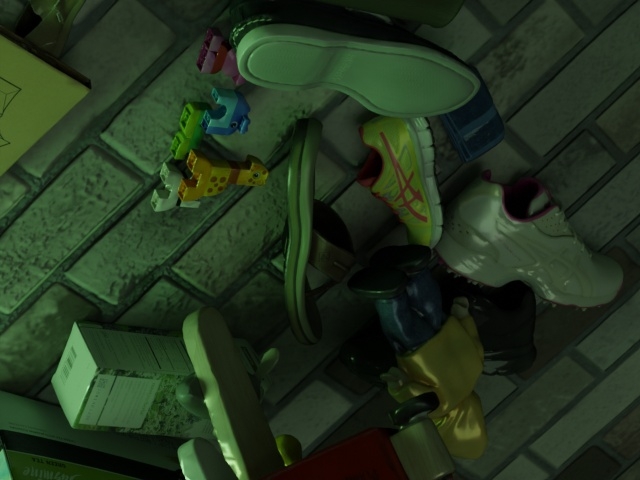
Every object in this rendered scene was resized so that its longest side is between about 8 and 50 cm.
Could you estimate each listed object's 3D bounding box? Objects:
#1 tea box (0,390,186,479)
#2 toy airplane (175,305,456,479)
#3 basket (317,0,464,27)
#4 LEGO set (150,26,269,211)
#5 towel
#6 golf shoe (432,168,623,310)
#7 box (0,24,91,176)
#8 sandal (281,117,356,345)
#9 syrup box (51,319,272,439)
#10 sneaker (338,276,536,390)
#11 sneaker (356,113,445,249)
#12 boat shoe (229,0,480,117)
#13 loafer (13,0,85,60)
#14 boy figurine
[{"bbox_3d":[-0.277,0.388,1.898,0.329,0.323,0.220,22,114,-36],"label":"tea box"},{"bbox_3d":[-0.042,0.309,1.782,0.384,0.386,0.272,34,138,-19],"label":"toy airplane"},{"bbox_3d":[0.029,-0.315,1.619,0.227,0.154,0.204,-1,124,-20],"label":"basket"},{"bbox_3d":[-0.102,-0.108,1.755,0.093,0.087,0.227,5,124,-28],"label":"LEGO set"},{"bbox_3d":[0.176,-0.148,1.896,0.067,0.029,0.119,-32,132,-1],"label":"towel"},{"bbox_3d":[0.281,0.001,2.011,0.306,0.115,0.140,13,115,-34],"label":"golf shoe"},{"bbox_3d":[-0.358,-0.133,1.628,0.201,0.021,0.164,-40,133,23],"label":"box"},{"bbox_3d":[0.000,0.000,1.856,0.086,0.120,0.302,1,126,-3],"label":"sandal"},{"bbox_3d":[-0.189,0.170,1.922,0.237,0.096,0.093,8,119,-32],"label":"syrup box"},{"bbox_3d":[0.153,0.111,2.054,0.286,0.109,0.130,-9,119,-28],"label":"sneaker"},{"bbox_3d":[0.090,-0.070,1.892,0.094,0.081,0.208,-15,125,-5],"label":"sneaker"},{"bbox_3d":[0.041,-0.210,1.740,0.302,0.091,0.114,12,139,-35],"label":"boat shoe"},{"bbox_3d":[-0.265,-0.243,1.590,0.050,0.056,0.148,2,124,-35],"label":"loafer"},{"bbox_3d":[0.137,0.141,1.947,0.177,0.092,0.285,-48,126,-38],"label":"boy figurine"}]
